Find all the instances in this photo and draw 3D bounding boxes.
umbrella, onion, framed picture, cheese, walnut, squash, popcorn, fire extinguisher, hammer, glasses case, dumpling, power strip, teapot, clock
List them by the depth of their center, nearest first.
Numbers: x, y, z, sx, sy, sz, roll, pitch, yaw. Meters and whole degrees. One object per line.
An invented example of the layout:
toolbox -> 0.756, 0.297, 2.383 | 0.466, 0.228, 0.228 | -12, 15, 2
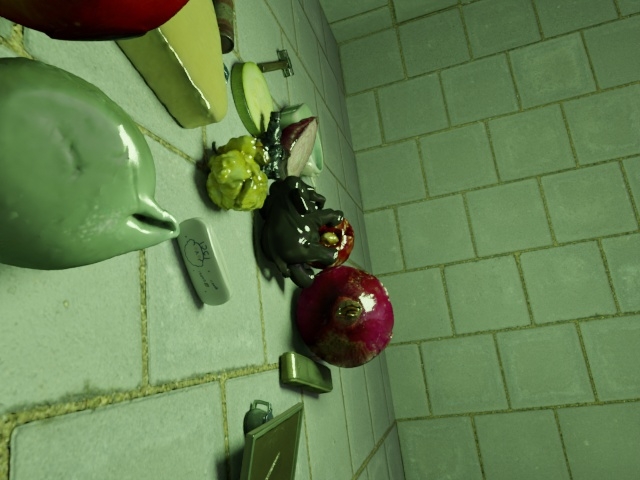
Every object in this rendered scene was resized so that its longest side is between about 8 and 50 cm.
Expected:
dumpling -> -0.313, -0.099, 0.527 | 0.269, 0.212, 0.320 | -89, 172, -47
glasses case -> -0.243, 0.046, 0.924 | 0.049, 0.076, 0.197 | -62, 139, -70
cheese -> -0.321, -0.484, 0.970 | 0.384, 0.104, 0.383 | -12, 90, -75
framed picture -> -0.112, 0.538, 1.032 | 0.335, 0.022, 0.247 | 27, 69, -72
teapot -> -0.143, 0.426, 1.051 | 0.066, 0.057, 0.087 | 61, 24, -51
popcorn -> -0.210, -0.169, 1.094 | 0.169, 0.174, 0.194 | 3, 85, -52
fire extinguisher -> -0.276, -0.667, 1.261 | 0.075, 0.106, 0.251 | 21, 57, -49
umbrella -> -0.151, -0.307, 1.399 | 0.071, 0.081, 0.223 | 104, -8, -80
power strip -> -0.036, 0.441, 1.432 | 0.387, 0.066, 0.092 | 48, 32, -58
onion -> 0.084, 0.241, 1.434 | 0.385, 0.349, 0.347 | 91, -8, -77
squash -> -0.219, -0.456, 1.445 | 0.252, 0.049, 0.251 | -9, 90, -75
onion -> -0.100, -0.338, 1.554 | 0.250, 0.112, 0.247 | 99, 16, -59
walnut -> 0.000, 0.000, 1.637 | 0.269, 0.244, 0.221 | 99, 16, -79
hammer -> -0.181, -0.706, 1.764 | 0.365, 0.044, 0.111 | -65, 141, -63
clock -> -0.073, -0.383, 1.796 | 0.265, 0.109, 0.323 | -74, 150, -62

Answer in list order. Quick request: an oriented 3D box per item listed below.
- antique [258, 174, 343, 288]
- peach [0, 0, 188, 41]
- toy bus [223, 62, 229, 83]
antique -> -0.068, -0.038, 1.357 | 0.255, 0.185, 0.321 | 35, 56, -41
peach -> -0.305, -0.412, 0.535 | 0.405, 0.336, 0.309 | -82, 163, -63
toy bus -> -0.279, -0.401, 1.137 | 0.047, 0.065, 0.165 | 60, 25, -48
